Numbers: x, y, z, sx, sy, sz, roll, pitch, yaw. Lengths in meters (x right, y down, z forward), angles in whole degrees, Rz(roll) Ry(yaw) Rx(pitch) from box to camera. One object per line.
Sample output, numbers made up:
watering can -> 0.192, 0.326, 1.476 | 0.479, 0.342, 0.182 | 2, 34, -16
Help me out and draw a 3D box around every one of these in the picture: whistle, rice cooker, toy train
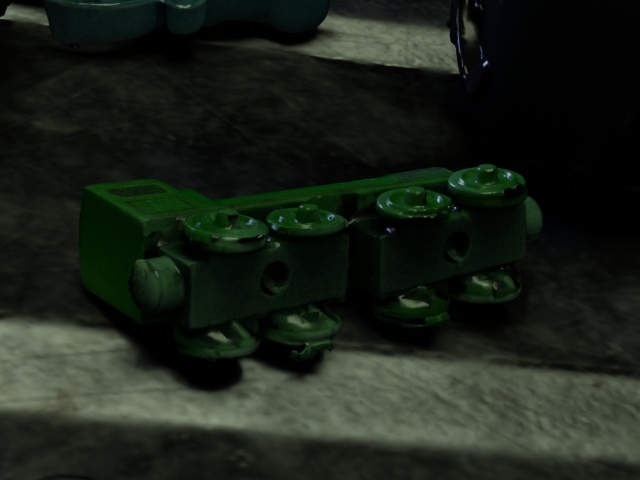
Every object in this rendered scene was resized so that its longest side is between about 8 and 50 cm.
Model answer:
whistle -> -0.106, -0.195, 1.165 | 0.274, 0.093, 0.186 | 5, 33, -5
rice cooker -> 0.202, -0.157, 1.064 | 0.225, 0.267, 0.267 | 5, 33, -6
toy train -> 0.000, 0.000, 0.909 | 0.251, 0.085, 0.119 | -9, 22, -36

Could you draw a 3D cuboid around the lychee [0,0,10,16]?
lychee -> -0.262, -0.206, 1.024 | 0.200, 0.200, 0.238 | -13, 21, -34
